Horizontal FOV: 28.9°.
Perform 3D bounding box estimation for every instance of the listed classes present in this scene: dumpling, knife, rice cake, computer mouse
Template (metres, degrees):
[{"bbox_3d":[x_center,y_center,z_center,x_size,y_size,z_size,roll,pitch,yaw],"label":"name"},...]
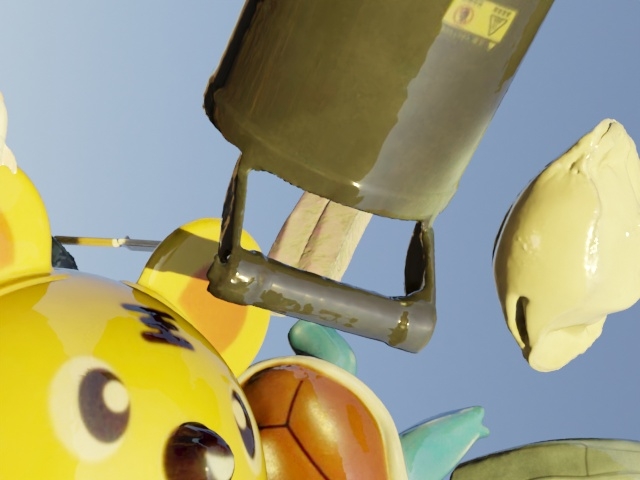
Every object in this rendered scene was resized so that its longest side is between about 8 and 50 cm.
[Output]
[{"bbox_3d":[0.413,-0.002,1.940,0.233,0.316,0.395,17,-71,34],"label":"dumpling"},{"bbox_3d":[-0.301,0.004,1.971,0.046,0.256,0.022,58,37,-68],"label":"knife"},{"bbox_3d":[-0.001,-0.001,1.658,0.298,0.106,0.050,-64,151,-45],"label":"rice cake"},{"bbox_3d":[0.328,0.337,1.577,0.122,0.371,0.188,85,-3,-52],"label":"computer mouse"}]

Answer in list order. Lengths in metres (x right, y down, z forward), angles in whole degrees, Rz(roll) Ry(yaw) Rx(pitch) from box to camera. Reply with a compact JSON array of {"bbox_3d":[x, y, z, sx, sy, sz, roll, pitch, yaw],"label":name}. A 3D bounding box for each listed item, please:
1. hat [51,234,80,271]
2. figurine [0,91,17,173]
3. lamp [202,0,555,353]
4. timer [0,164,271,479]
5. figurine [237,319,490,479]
[{"bbox_3d":[-0.370,0.105,1.290,0.128,0.266,0.265,-78,180,-70],"label":"hat"},{"bbox_3d":[-0.215,-0.114,0.636,0.137,0.112,0.229,106,-32,-67],"label":"figurine"},{"bbox_3d":[0.049,-0.154,0.883,0.272,0.205,0.374,124,-25,-42],"label":"lamp"},{"bbox_3d":[-0.193,0.145,0.899,0.376,0.376,0.386,11,-96,63],"label":"timer"},{"bbox_3d":[-0.002,0.217,1.225,0.298,0.416,0.243,-44,-170,11],"label":"figurine"}]
